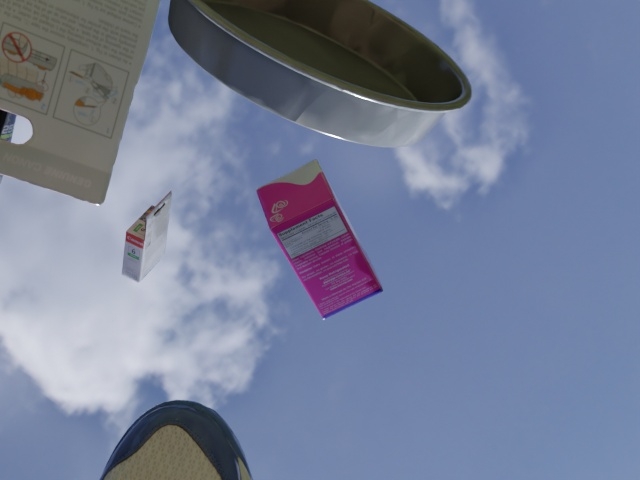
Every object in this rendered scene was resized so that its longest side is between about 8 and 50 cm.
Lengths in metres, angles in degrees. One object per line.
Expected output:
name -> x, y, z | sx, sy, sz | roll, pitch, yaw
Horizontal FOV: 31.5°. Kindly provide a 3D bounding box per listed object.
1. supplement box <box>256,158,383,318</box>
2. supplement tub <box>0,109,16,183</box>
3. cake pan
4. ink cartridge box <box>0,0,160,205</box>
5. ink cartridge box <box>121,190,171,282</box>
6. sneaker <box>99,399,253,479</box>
supplement box -> 0.000, 0.000, 1.783 | 0.111, 0.114, 0.220 | -112, -4, -51
supplement tub -> -0.477, -0.228, 1.458 | 0.194, 0.315, 0.193 | 15, -168, -3
cake pan -> -0.007, -0.172, 1.006 | 0.293, 0.054, 0.293 | 21, -154, -11
ink cartridge box -> -0.315, -0.257, 1.113 | 0.308, 0.091, 0.384 | 19, -102, -33
ink cartridge box -> -0.217, -0.009, 1.417 | 0.029, 0.115, 0.063 | 24, -137, 12
sneaker -> -0.120, 0.231, 0.645 | 0.112, 0.131, 0.296 | 13, -104, 14
